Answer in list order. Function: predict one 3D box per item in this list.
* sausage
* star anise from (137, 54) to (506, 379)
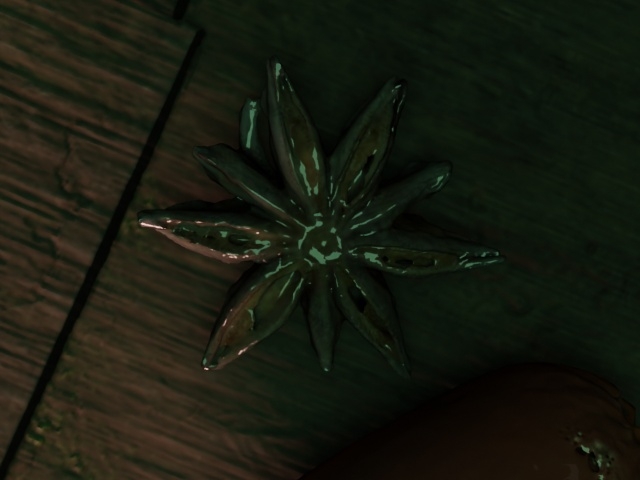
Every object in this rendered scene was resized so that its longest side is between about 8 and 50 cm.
[{"bbox_3d":[0.059,0.174,1.079,0.279,0.152,0.152,-30,97,3],"label":"sausage"},{"bbox_3d":[0.000,0.000,1.095,0.182,0.065,0.195,42,94,-10],"label":"star anise"}]
